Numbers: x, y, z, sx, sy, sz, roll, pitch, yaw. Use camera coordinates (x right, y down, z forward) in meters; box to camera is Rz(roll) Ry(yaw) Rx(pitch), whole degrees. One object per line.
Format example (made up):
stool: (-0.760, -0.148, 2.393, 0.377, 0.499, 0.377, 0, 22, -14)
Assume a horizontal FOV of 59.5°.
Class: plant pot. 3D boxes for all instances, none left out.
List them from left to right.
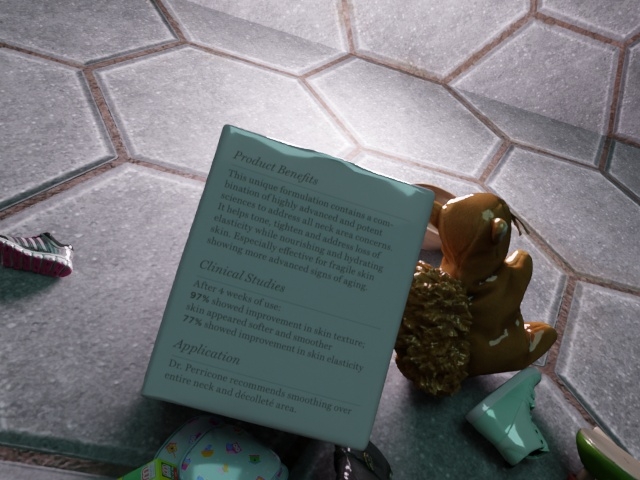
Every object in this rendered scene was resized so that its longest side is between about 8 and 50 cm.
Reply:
plant pot: (0.312, -0.049, 1.566, 0.237, 0.110, 0.237, 13, 40, -11)

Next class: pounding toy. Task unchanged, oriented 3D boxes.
pounding toy: (0.576, 0.475, 1.115, 0.183, 0.110, 0.237, 39, 10, 36)

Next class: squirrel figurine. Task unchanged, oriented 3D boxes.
squirrel figurine: (0.283, 0.102, 1.141, 0.397, 0.370, 0.281, -30, 40, -29)

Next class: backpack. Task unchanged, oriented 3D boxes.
backpack: (-0.161, 0.358, 0.835, 0.188, 0.144, 0.166, 27, 43, 15)

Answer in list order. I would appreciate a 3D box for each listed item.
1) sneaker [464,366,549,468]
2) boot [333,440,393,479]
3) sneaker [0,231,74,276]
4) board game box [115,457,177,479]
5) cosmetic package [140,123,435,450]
sneaker: (0.417, 0.366, 1.156, 0.256, 0.094, 0.151, -18, 61, -43)
boot: (0.102, 0.427, 0.888, 0.263, 0.091, 0.229, 51, 11, -2)
sneaker: (-0.565, 0.016, 1.096, 0.170, 0.063, 0.075, 18, 39, -14)
board game box: (-0.273, 0.375, 0.742, 0.043, 0.181, 0.092, 50, 13, -47)
cosmetic package: (-0.058, 0.076, 0.925, 0.329, 0.327, 0.394, 18, 83, -7)
